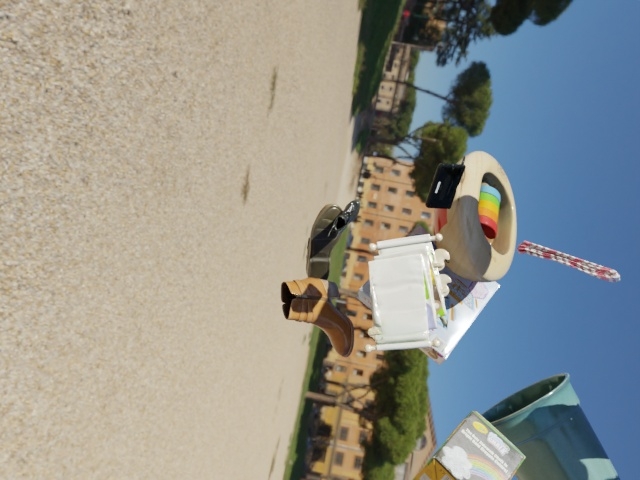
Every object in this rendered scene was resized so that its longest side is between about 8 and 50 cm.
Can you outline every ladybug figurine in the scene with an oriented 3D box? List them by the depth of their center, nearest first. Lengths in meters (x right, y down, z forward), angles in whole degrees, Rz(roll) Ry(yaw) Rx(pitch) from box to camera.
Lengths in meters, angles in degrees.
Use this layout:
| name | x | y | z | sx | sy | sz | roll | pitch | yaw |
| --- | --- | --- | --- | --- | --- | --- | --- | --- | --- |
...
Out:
| name | x | y | z | sx | sy | sz | roll | pitch | yaw |
| --- | --- | --- | --- | --- | --- | --- | --- | --- | --- |
| ladybug figurine | 0.448 | -0.071 | 1.538 | 0.161 | 0.305 | 0.450 | -20 | -144 | 43 |

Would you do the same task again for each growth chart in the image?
| name | x | y | z | sx | sy | sz | roll | pitch | yaw |
| --- | --- | --- | --- | --- | --- | --- | --- | --- | --- |
| growth chart | 0.173 | 0.104 | 1.039 | 0.021 | 0.171 | 0.238 | 52 | 38 | -81 |

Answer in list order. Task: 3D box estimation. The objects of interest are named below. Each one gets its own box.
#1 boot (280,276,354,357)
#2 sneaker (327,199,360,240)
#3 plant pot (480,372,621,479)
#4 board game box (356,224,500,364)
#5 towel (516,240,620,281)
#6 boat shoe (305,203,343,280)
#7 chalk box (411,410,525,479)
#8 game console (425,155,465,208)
| name | x | y | z | sx | sy | sz | roll | pitch | yaw |
| --- | --- | --- | --- | --- | --- | --- | --- | --- | --- |
| boot | -0.012 | 0.252 | 1.714 | 0.109 | 0.220 | 0.284 | -32 | -117 | 42 |
| sneaker | 0.081 | -0.069 | 1.751 | 0.170 | 0.051 | 0.089 | -52 | 178 | -6 |
| plant pot | 0.707 | 0.641 | 1.609 | 0.334 | 0.341 | 0.341 | 60 | -9 | 15 |
| board game box | 0.329 | 0.155 | 1.596 | 0.318 | 0.318 | 0.066 | -43 | 164 | -26 |
| towel | 0.528 | 0.049 | 1.110 | 0.144 | 0.197 | 0.029 | 11 | 100 | -57 |
| boat shoe | 0.000 | 0.000 | 1.870 | 0.104 | 0.110 | 0.308 | -113 | -143 | -63 |
| chalk box | 0.301 | 0.448 | 1.044 | 0.213 | 0.132 | 0.132 | -24 | 146 | -42 |
| game console | 0.313 | -0.148 | 1.310 | 0.071 | 0.107 | 0.122 | -115 | -149 | -53 |
